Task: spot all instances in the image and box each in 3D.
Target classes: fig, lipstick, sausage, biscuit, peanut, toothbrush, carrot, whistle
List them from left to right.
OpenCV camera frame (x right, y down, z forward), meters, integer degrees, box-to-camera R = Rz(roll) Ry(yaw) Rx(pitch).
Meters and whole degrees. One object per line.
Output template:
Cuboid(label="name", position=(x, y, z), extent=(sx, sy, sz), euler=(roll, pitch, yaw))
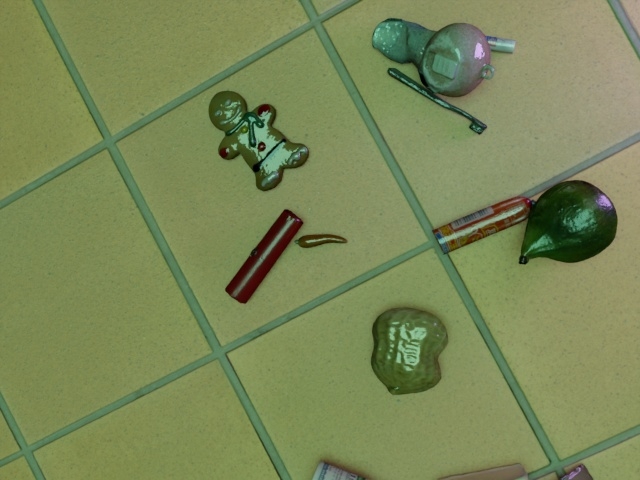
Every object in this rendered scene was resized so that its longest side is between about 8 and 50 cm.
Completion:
Cuboid(label="biscuit", position=(-0.187, -0.279, 1.896), extent=(0.197, 0.049, 0.301), euler=(-42, 85, 6))
Cuboid(label="lipstick", position=(-0.149, 0.042, 1.893), extent=(0.073, 0.073, 0.279), euler=(37, 98, 6))
Cuboid(label="carrot", position=(0.000, 0.000, 1.886), extent=(0.142, 0.035, 0.035), euler=(-5, 92, 5))
Cuboid(label="peanut", position=(0.225, 0.290, 1.825), extent=(0.197, 0.110, 0.232), euler=(7, 92, 9))
Cuboid(label="toothbrush", position=(0.297, -0.363, 1.824), extent=(0.297, 0.030, 0.030), euler=(34, 107, 5))
Cuboid(label="whistle", position=(0.290, -0.474, 1.774), extent=(0.348, 0.189, 0.189), euler=(30, 97, 29))
Cuboid(label="sausage", position=(0.424, -0.047, 1.797), extent=(0.274, 0.074, 0.074), euler=(-23, 89, 8))
Cuboid(label="fig", position=(0.565, -0.029, 1.697), extent=(0.235, 0.203, 0.203), euler=(-21, 89, -13))

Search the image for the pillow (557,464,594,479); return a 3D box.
Cuboid(label="pillow", position=(0.603, 0.677, 1.761), extent=(0.248, 0.049, 0.135), euler=(-29, 95, -29))

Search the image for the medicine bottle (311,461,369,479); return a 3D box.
Cuboid(label="medicine bottle", position=(0.081, 0.686, 1.851), extent=(0.237, 0.139, 0.139), euler=(21, 96, 9))

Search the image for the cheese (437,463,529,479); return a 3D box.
Cuboid(label="cheese", position=(0.438, 0.734, 1.807), extent=(0.243, 0.124, 0.265), euler=(-15, 90, 13))

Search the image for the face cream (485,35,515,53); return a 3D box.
Cuboid(label="face cream", position=(0.426, -0.501, 1.794), extent=(0.130, 0.034, 0.034), euler=(12, 94, 9))
